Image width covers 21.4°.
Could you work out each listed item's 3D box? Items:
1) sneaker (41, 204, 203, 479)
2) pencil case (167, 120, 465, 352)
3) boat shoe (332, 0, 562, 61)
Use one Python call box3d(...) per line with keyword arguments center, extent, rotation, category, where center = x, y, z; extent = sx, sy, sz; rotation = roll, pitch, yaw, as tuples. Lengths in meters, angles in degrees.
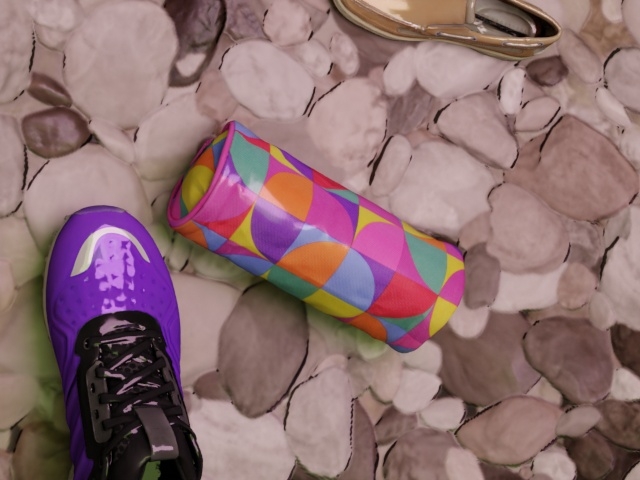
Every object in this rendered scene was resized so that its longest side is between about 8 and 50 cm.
box3d(center=(-0.133, 0.121, 1.227), extent=(0.102, 0.146, 0.293), rotation=(-6, 95, -20), category="sneaker")
box3d(center=(0.000, 0.000, 1.302), extent=(0.236, 0.104, 0.104), rotation=(30, 82, -21), category="pencil case")
box3d(center=(0.104, -0.188, 1.343), extent=(0.190, 0.072, 0.068), rotation=(8, 90, -21), category="boat shoe")
